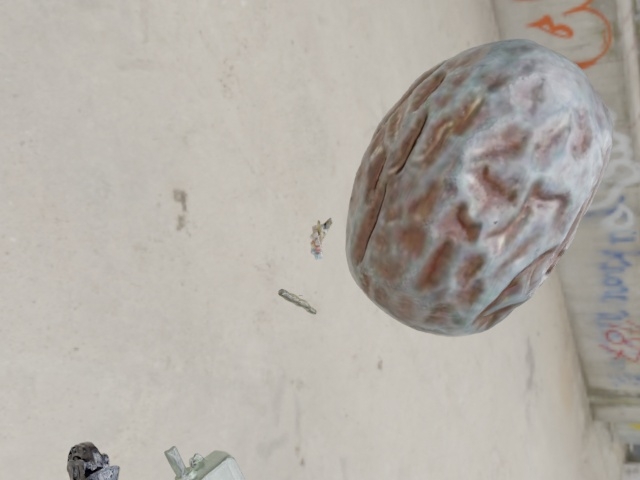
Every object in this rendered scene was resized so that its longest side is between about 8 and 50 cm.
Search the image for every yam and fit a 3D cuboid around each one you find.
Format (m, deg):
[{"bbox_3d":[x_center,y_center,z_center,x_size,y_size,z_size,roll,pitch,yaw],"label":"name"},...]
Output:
[{"bbox_3d":[-0.057,0.168,2.017,0.234,0.027,0.029,39,26,-62],"label":"yam"}]

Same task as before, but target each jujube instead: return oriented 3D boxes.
[{"bbox_3d":[0.168,-0.055,0.771,0.247,0.215,0.308,3,119,-33],"label":"jujube"}]

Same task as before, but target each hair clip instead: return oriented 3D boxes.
[{"bbox_3d":[-0.006,0.002,1.977,0.214,0.056,0.062,107,-34,-61],"label":"hair clip"}]

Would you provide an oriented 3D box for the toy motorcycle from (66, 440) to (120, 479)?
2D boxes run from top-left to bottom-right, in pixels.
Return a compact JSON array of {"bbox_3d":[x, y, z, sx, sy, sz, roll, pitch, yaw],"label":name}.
[{"bbox_3d":[-0.365,0.466,1.107,0.125,0.358,0.212,-5,50,-47],"label":"toy motorcycle"}]

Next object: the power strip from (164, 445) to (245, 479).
[{"bbox_3d":[-0.044,0.158,0.360,0.051,0.019,0.136,-31,106,-32],"label":"power strip"}]
